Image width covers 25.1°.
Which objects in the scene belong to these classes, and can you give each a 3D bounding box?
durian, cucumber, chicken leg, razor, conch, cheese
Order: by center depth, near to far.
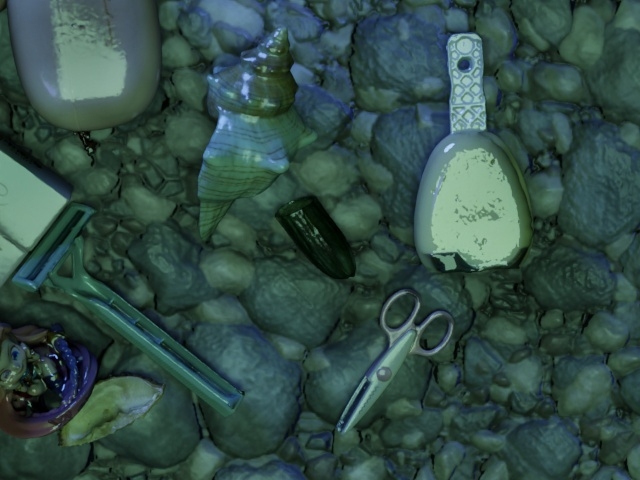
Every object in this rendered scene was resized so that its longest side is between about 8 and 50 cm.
[{"bbox_3d":[-0.067,-0.099,1.432,0.114,0.137,0.233,12,97,9],"label":"conch"},{"bbox_3d":[-0.241,-0.129,1.470,0.036,0.021,0.083,10,104,-17],"label":"chicken leg"},{"bbox_3d":[0.157,-0.090,1.496,0.127,0.054,0.251,-4,104,-3],"label":"cheese"},{"bbox_3d":[0.000,0.000,1.511,0.048,0.048,0.105,-36,109,5],"label":"cucumber"},{"bbox_3d":[-0.192,0.091,1.518,0.278,0.056,0.111,44,58,-19],"label":"razor"},{"bbox_3d":[-0.226,0.175,1.528,0.130,0.066,0.052,-29,105,-6],"label":"durian"}]

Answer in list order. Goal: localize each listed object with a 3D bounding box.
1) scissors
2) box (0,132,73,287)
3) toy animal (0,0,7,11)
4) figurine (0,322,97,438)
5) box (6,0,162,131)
[{"bbox_3d":[0.070,0.138,1.563,0.085,0.022,0.176,34,96,-15],"label":"scissors"},{"bbox_3d":[-0.384,-0.001,1.467,0.155,0.067,0.243,36,100,-14],"label":"box"},{"bbox_3d":[-0.423,-0.300,1.327,0.269,0.237,0.326,26,99,1],"label":"toy animal"},{"bbox_3d":[-0.319,0.135,1.479,0.157,0.114,0.126,25,85,-30],"label":"figurine"},{"bbox_3d":[-0.230,-0.208,1.407,0.146,0.088,0.200,-7,93,-5],"label":"box"}]
